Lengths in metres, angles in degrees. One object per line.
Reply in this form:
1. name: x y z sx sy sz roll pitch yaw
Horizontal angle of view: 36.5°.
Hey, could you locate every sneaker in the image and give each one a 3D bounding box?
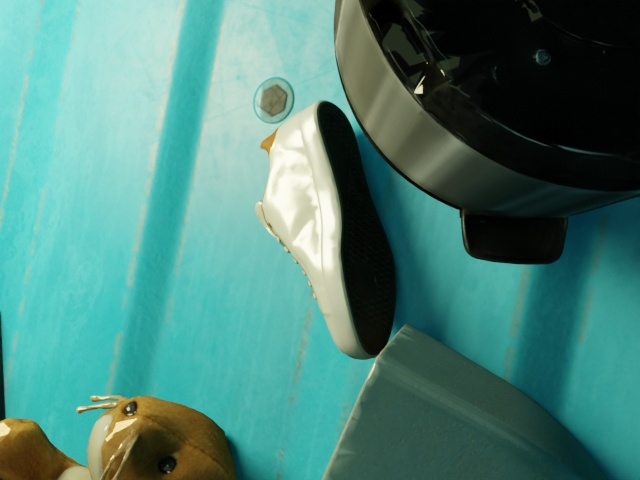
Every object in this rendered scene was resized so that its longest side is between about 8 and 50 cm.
1. sneaker: 0.000 0.000 1.069 0.123 0.106 0.290 -24 67 33

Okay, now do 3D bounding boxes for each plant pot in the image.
1. plant pot: 0.132 0.251 0.896 0.252 0.247 0.248 24 96 10

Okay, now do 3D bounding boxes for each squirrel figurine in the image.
1. squirrel figurine: -0.235 0.358 1.078 0.370 0.281 0.397 -32 110 -5

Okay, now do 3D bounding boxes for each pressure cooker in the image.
1. pressure cooker: 0.192 -0.206 0.824 0.370 0.420 0.375 -42 88 -5

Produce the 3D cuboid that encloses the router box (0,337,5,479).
1. router box: -0.511 0.239 1.215 0.081 0.243 0.309 -10 81 26
